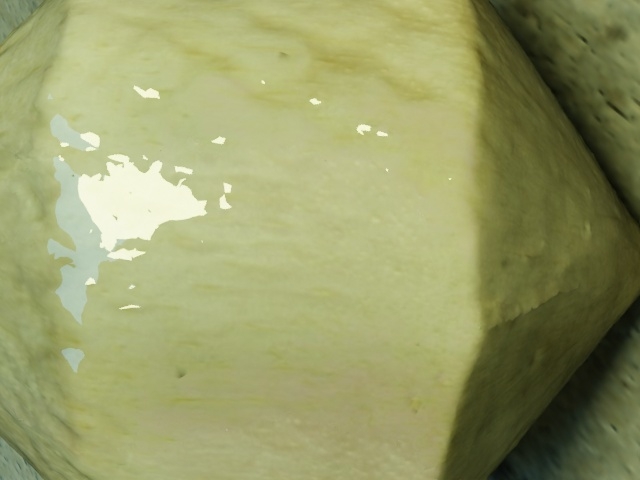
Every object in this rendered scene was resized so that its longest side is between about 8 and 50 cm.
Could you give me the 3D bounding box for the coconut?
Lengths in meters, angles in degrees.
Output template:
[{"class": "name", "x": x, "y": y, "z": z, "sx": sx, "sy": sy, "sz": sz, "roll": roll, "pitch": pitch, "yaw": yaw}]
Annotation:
[{"class": "coconut", "x": 0.000, "y": 0.000, "z": 0.615, "sx": 0.329, "sy": 0.329, "sz": 0.328, "roll": 4, "pitch": 96, "yaw": 47}]
